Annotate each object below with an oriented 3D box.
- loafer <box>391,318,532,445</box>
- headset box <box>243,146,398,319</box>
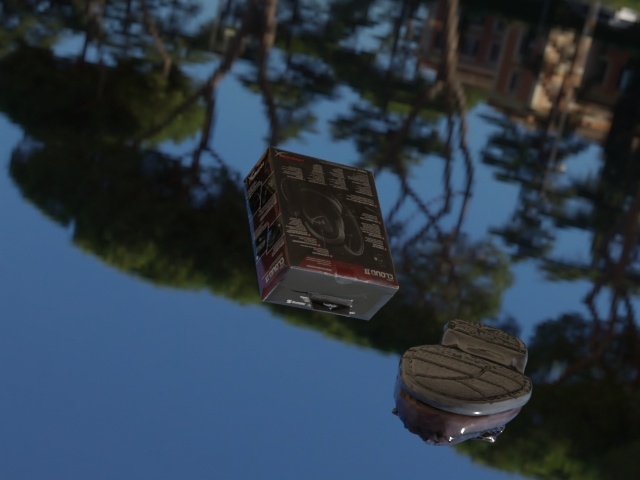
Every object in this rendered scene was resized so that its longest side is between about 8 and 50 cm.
[{"bbox_3d":[0.123,0.141,1.230,0.109,0.095,0.302,19,-170,12],"label":"loafer"},{"bbox_3d":[0.000,0.000,0.700,0.062,0.032,0.083,11,-130,-28],"label":"headset box"}]
